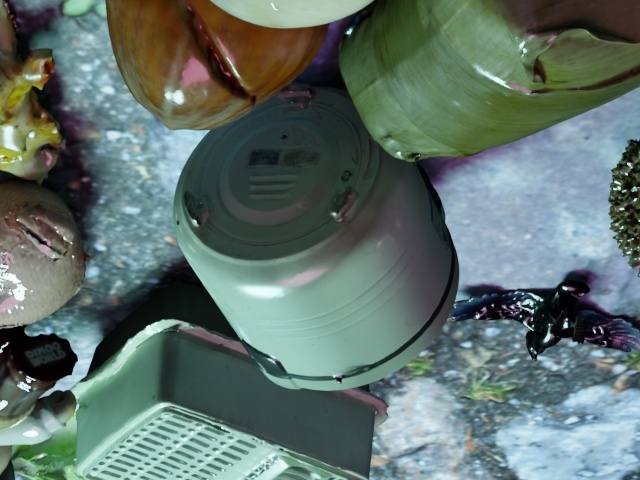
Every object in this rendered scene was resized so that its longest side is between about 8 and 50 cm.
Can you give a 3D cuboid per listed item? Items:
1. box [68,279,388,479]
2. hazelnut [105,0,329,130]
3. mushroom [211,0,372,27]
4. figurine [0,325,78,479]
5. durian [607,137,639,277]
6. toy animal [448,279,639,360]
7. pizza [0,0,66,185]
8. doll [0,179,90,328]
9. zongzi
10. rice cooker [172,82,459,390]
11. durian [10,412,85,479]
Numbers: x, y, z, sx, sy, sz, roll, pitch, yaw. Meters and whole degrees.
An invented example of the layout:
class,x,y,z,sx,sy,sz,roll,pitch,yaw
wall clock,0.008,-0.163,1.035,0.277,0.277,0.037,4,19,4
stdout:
class,x,y,z,sx,sy,sz,roll,pitch,yaw
box,-0.094,0.176,1.899,0.290,0.166,0.220,24,139,-27
hazelnut,-0.087,-0.174,1.417,0.182,0.182,0.182,2,144,1
mushroom,-0.003,-0.264,1.241,0.202,0.246,0.246,-11,152,-28
figurine,-0.372,0.177,1.923,0.218,0.206,0.365,38,118,-7
durian,0.347,-0.037,1.610,0.196,0.167,0.196,7,170,1
toy animal,0.230,0.081,1.854,0.220,0.062,0.108,10,162,-12
pizza,-0.309,-0.132,1.564,0.189,0.071,0.297,-7,149,7
doll,-0.366,0.016,1.708,0.303,0.156,0.201,7,160,1
zongzi,0.217,-0.198,1.403,0.393,0.174,0.356,-25,177,-22
rice cooker,0.000,0.000,1.617,0.226,0.226,0.244,-12,141,19
durian,-0.255,0.235,2.042,0.215,0.100,0.086,9,154,24
